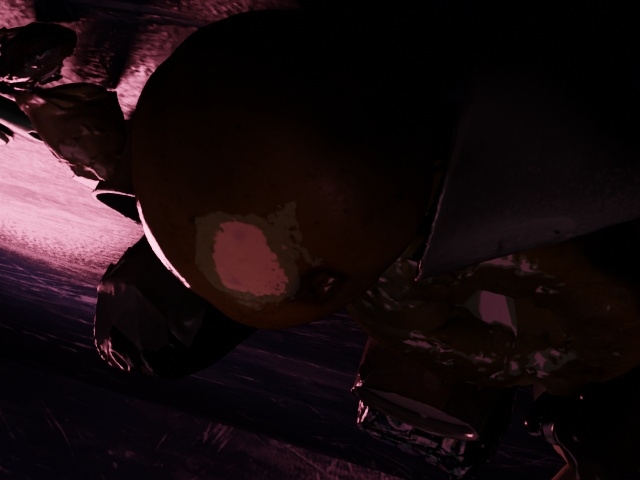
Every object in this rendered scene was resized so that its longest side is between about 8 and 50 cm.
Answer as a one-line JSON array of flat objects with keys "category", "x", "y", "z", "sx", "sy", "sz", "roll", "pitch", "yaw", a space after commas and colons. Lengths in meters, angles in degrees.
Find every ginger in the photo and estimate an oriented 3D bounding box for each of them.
[{"category": "ginger", "x": -0.291, "y": -0.129, "z": 2.005, "sx": 0.115, "sy": 0.122, "sz": 0.193, "roll": -16, "pitch": -172, "yaw": -14}]

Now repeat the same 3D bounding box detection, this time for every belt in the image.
[{"category": "belt", "x": -0.153, "y": 0.055, "z": 2.149, "sx": 0.164, "sy": 0.289, "sz": 0.184, "roll": -1, "pitch": 128, "yaw": 56}]

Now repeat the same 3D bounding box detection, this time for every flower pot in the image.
[{"category": "flower pot", "x": -0.173, "y": -0.080, "z": 2.045, "sx": 0.229, "sy": 0.108, "sz": 0.103, "roll": 5, "pitch": 157, "yaw": 45}]

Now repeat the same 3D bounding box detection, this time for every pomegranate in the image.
[{"category": "pomegranate", "x": -0.038, "y": -0.063, "z": 1.558, "sx": 0.307, "sy": 0.307, "sz": 0.307, "roll": 21, "pitch": 165, "yaw": 6}]

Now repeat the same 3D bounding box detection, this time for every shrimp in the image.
[{"category": "shrimp", "x": -0.330, "y": -0.207, "z": 1.908, "sx": 0.190, "sy": 0.073, "sz": 0.074, "roll": -24, "pitch": 89, "yaw": 57}]

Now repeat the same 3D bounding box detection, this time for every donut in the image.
[{"category": "donut", "x": 0.179, "y": 0.026, "z": 1.753, "sx": 0.360, "sy": 0.170, "sz": 0.360, "roll": 12, "pitch": 152, "yaw": 6}]

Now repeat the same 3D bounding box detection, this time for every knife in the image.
[{"category": "knife", "x": -0.461, "y": -0.196, "z": 2.209, "sx": 0.260, "sy": 0.034, "sz": 0.063, "roll": 25, "pitch": 161, "yaw": 4}]

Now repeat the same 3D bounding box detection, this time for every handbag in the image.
[{"category": "handbag", "x": 0.166, "y": 0.203, "z": 2.305, "sx": 0.208, "sy": 0.228, "sz": 0.127, "roll": 21, "pitch": -175, "yaw": 25}]

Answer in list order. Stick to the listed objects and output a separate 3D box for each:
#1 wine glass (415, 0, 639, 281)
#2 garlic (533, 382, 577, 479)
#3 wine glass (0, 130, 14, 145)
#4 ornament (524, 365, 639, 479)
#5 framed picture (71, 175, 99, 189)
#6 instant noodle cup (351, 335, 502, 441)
[{"category": "wine glass", "x": 0.292, "y": -0.038, "z": 1.279, "sx": 0.406, "sy": 0.267, "sz": 0.267, "roll": 17, "pitch": 165, "yaw": 5}, {"category": "garlic", "x": 0.369, "y": 0.265, "z": 2.272, "sx": 0.219, "sy": 0.212, "sz": 0.218, "roll": 27, "pitch": 165, "yaw": 8}, {"category": "wine glass", "x": -0.547, "y": -0.026, "z": 2.368, "sx": 0.143, "sy": 0.321, "sz": 0.143, "roll": 19, "pitch": 172, "yaw": 3}, {"category": "ornament", "x": 0.344, "y": 0.162, "z": 1.911, "sx": 0.106, "sy": 0.251, "sz": 0.260, "roll": 62, "pitch": 177, "yaw": -11}, {"category": "framed picture", "x": -0.271, "y": -0.077, "z": 2.379, "sx": 0.136, "sy": 0.010, "sz": 0.201, "roll": 27, "pitch": 165, "yaw": -14}, {"category": "instant noodle cup", "x": 0.151, "y": 0.124, "z": 2.098, "sx": 0.218, "sy": 0.207, "sz": 0.217, "roll": 20, "pitch": 165, "yaw": 5}]
